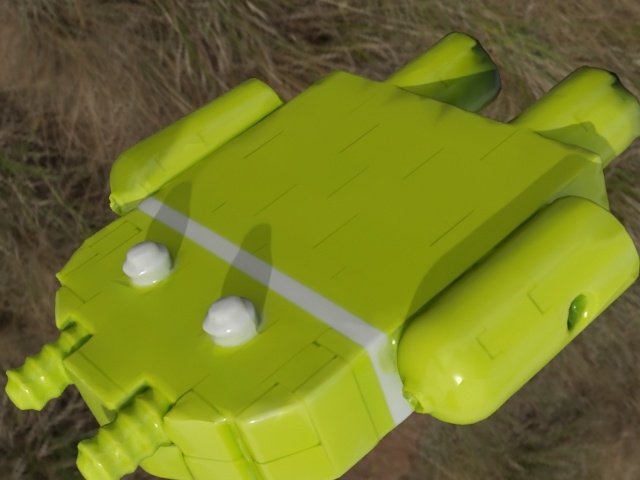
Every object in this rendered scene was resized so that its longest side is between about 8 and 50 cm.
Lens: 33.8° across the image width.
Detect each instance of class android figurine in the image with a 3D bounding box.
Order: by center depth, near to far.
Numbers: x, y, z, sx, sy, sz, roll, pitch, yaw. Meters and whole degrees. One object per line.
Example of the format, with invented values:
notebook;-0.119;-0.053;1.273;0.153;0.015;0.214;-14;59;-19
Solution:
android figurine;0.000;0.000;0.441;0.273;0.248;0.056;-35;128;-22
